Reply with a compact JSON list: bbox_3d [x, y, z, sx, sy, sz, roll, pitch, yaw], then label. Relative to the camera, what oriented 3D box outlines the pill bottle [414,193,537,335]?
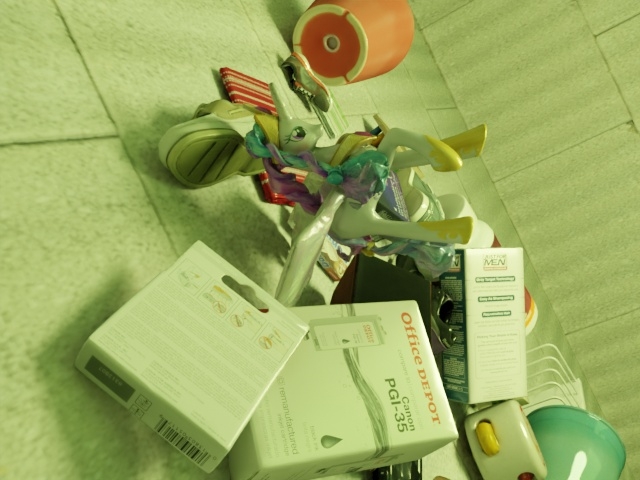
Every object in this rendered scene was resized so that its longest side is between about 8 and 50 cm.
[{"bbox_3d":[0.381,0.086,1.896,0.392,0.224,0.224,54,25,-23],"label":"pill bottle"}]

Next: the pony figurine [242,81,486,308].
[{"bbox_3d":[0.045,-0.051,1.137,0.303,0.364,0.351,-85,-175,-62],"label":"pony figurine"}]

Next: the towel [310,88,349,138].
[{"bbox_3d":[0.024,-0.312,1.808,0.113,0.023,0.152,62,21,-11],"label":"towel"}]

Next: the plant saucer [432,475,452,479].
[{"bbox_3d":[0.268,0.544,1.440,0.168,0.029,0.168,48,27,-35],"label":"plant saucer"}]

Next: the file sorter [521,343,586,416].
[{"bbox_3d":[0.631,0.457,2.099,0.173,0.193,0.277,56,24,-14],"label":"file sorter"}]

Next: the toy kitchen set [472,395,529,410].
[{"bbox_3d":[0.418,0.329,1.858,0.207,0.122,0.166,39,34,-46],"label":"toy kitchen set"}]

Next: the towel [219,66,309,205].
[{"bbox_3d":[-0.096,-0.191,1.410,0.199,0.031,0.274,2,64,-65],"label":"towel"}]

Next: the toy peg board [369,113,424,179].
[{"bbox_3d":[0.194,-0.243,2.049,0.161,0.079,0.160,40,17,-45],"label":"toy peg board"}]

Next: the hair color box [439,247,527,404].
[{"bbox_3d":[0.375,0.190,1.696,0.174,0.105,0.347,0,88,-27],"label":"hair color box"}]

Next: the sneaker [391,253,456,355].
[{"bbox_3d":[0.246,0.138,1.681,0.107,0.124,0.283,41,32,-44],"label":"sneaker"}]

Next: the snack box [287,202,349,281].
[{"bbox_3d":[0.000,0.000,1.397,0.178,0.022,0.064,52,42,-35],"label":"snack box"}]

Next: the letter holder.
[{"bbox_3d":[0.073,0.205,1.254,0.152,0.214,0.302,24,35,-9],"label":"letter holder"}]

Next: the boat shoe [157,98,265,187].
[{"bbox_3d":[-0.165,-0.159,1.154,0.103,0.113,0.302,47,21,12],"label":"boat shoe"}]

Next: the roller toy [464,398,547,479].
[{"bbox_3d":[0.416,0.474,1.674,0.191,0.146,0.209,65,12,-3],"label":"roller toy"}]

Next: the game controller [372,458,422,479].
[{"bbox_3d":[0.144,0.368,1.331,0.319,0.067,0.166,-78,153,-54],"label":"game controller"}]

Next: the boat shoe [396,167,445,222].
[{"bbox_3d":[0.233,-0.096,1.834,0.099,0.116,0.319,36,14,-18],"label":"boat shoe"}]

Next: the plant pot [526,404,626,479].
[{"bbox_3d":[0.604,0.598,1.835,0.271,0.272,0.255,59,38,-12],"label":"plant pot"}]

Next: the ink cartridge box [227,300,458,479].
[{"bbox_3d":[0.014,0.195,0.969,0.283,0.117,0.207,-1,62,-26],"label":"ink cartridge box"}]

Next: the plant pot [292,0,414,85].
[{"bbox_3d":[0.068,-0.508,1.817,0.275,0.275,0.243,59,34,-12],"label":"plant pot"}]

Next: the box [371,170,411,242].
[{"bbox_3d":[0.100,-0.105,1.640,0.207,0.108,0.153,29,42,-54],"label":"box"}]

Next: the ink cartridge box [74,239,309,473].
[{"bbox_3d":[-0.137,0.123,0.849,0.189,0.066,0.232,38,31,0],"label":"ink cartridge box"}]

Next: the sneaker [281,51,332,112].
[{"bbox_3d":[-0.037,-0.352,1.682,0.065,0.061,0.158,-40,97,-27],"label":"sneaker"}]
